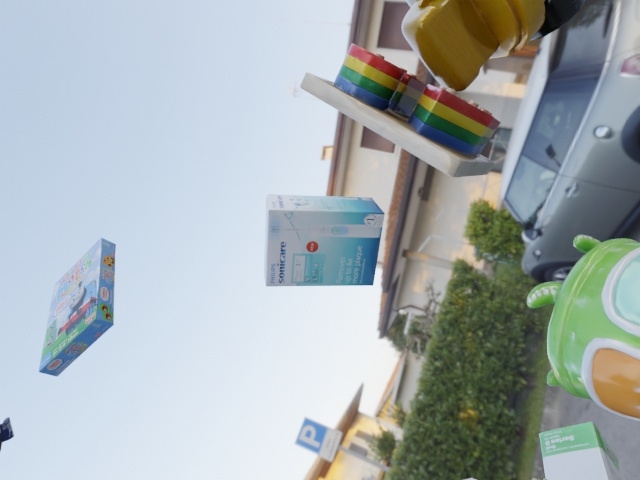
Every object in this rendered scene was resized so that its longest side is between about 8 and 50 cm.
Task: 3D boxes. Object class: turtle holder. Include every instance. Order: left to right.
[{"bbox_3d":[0.488,0.118,0.575,0.320,0.227,0.243,-10,-79,-26],"label":"turtle holder"}]

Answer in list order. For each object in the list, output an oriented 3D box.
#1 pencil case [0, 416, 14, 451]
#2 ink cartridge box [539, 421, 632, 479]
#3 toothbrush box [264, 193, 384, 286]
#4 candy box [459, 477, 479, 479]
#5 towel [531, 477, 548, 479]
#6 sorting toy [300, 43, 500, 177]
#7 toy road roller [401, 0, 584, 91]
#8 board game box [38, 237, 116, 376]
[{"bbox_3d":[-0.616,0.379,0.534,0.183,0.160,0.410,56,-177,-12],"label":"pencil case"},{"bbox_3d":[0.532,0.538,0.764,0.211,0.121,0.289,55,-149,-8],"label":"ink cartridge box"},{"bbox_3d":[0.000,0.000,1.081,0.126,0.295,0.216,-109,23,-65],"label":"toothbrush box"},{"bbox_3d":[0.247,0.479,0.700,0.196,0.164,0.070,118,146,-68],"label":"candy box"},{"bbox_3d":[0.295,0.375,0.491,0.110,0.148,0.027,-37,-61,-13],"label":"towel"},{"bbox_3d":[0.146,-0.201,0.622,0.255,0.257,0.089,-16,-41,-58],"label":"sorting toy"},{"bbox_3d":[0.233,-0.390,0.700,0.240,0.329,0.202,-47,-66,1],"label":"toy road roller"},{"bbox_3d":[-0.451,0.117,0.765,0.160,0.211,0.039,-40,-46,13],"label":"board game box"}]
